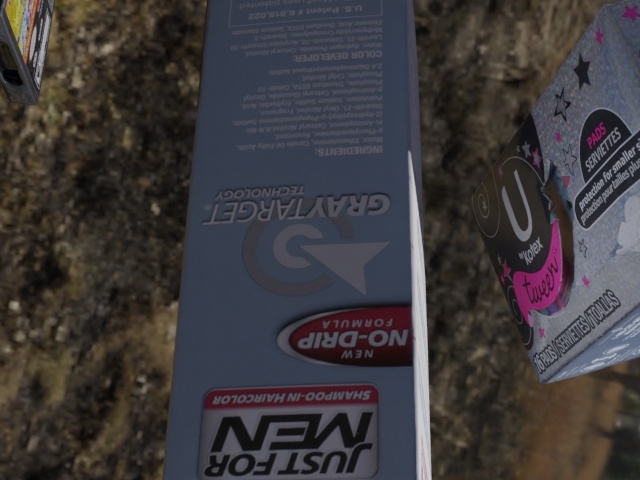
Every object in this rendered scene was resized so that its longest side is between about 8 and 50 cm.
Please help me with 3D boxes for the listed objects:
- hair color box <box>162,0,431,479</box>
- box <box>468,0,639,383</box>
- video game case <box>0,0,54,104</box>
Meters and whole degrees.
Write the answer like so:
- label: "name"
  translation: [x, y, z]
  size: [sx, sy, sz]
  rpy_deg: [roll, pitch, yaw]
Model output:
- label: "hair color box"
  translation: [0.000, 0.000, 0.643]
  size: [0.185, 0.113, 0.374]
  rpy_deg: [77, 11, -57]
- label: "box"
  translation: [0.209, -0.032, 0.685]
  size: [0.247, 0.163, 0.142]
  rpy_deg: [111, -38, -65]
- label: "video game case"
  translation: [-0.260, -0.286, 1.039]
  size: [0.248, 0.035, 0.275]
  rpy_deg: [127, -31, -78]
